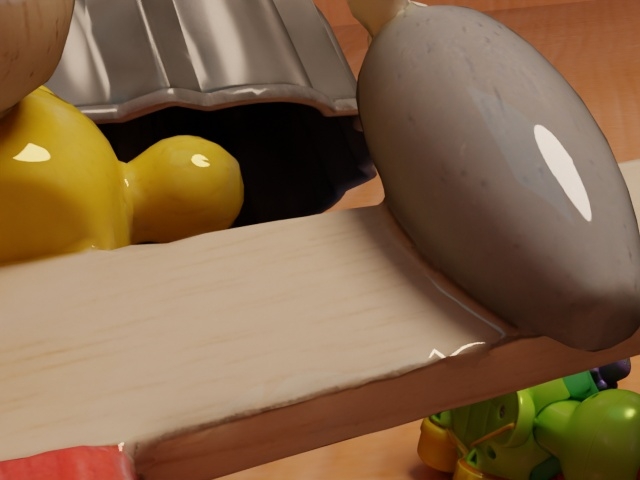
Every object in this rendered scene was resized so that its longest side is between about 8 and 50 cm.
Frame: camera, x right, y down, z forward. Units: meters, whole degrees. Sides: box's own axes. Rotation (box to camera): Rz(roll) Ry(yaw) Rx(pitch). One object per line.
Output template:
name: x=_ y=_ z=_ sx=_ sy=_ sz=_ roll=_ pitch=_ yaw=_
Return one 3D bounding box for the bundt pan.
bundt pan: x=-0.132 y=-0.068 z=0.753 sx=0.330 sy=0.124 sz=0.331 roll=-14 pitch=-12 yaw=-3

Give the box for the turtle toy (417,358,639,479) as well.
turtle toy: x=0.088 y=0.064 z=0.521 sx=0.066 sy=0.095 sz=0.130 roll=12 pitch=11 yaw=-14

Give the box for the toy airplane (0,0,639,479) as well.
toy airplane: x=-0.101 y=0.024 z=0.376 sx=0.384 sy=0.272 sz=0.386 roll=4 pitch=18 yaw=34
